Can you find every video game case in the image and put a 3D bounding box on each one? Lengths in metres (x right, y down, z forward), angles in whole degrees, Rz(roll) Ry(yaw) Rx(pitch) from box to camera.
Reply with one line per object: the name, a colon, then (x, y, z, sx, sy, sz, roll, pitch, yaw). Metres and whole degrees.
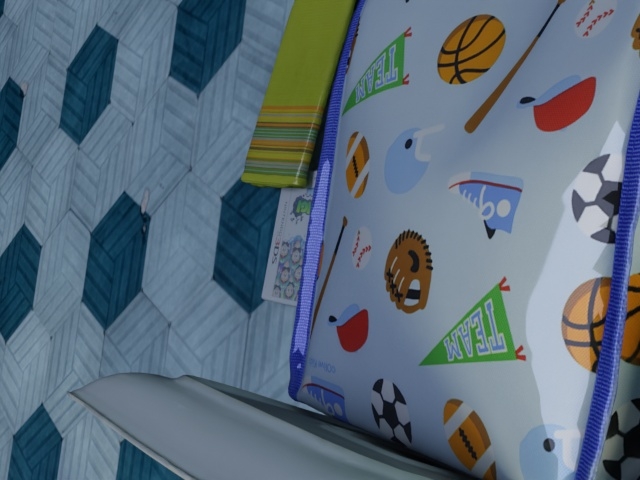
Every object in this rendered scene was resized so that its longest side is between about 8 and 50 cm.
video game case: (0.000, 0.000, 1.104, 0.157, 0.019, 0.143, 7, 86, 53)

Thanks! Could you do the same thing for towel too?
towel: (-0.018, -0.169, 1.164, 0.102, 0.021, 0.237, 9, 81, 48)

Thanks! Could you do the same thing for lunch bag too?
lunch bag: (0.163, -0.047, 0.724, 0.328, 0.239, 0.385, 8, 93, 55)

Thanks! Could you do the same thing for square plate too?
square plate: (0.050, 0.160, 0.700, 0.344, 0.347, 0.049, 10, 80, 58)
